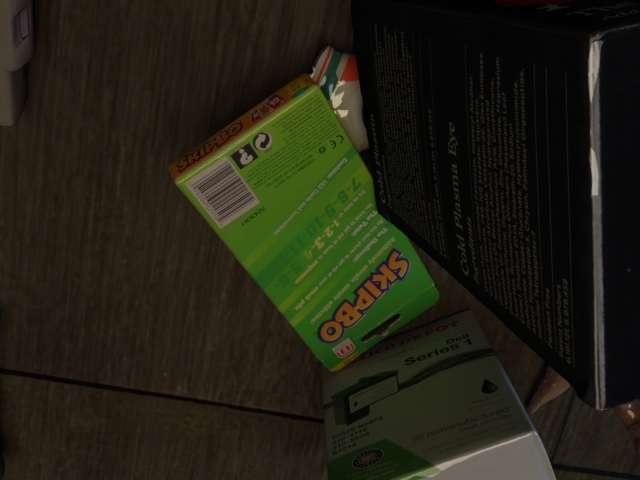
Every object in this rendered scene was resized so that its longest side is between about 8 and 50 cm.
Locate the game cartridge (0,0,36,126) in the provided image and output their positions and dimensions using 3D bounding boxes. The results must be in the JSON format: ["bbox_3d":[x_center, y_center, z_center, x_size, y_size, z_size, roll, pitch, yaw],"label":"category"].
[{"bbox_3d":[-0.302,-0.238,0.520,0.230,0.068,0.355,7,138,-11],"label":"game cartridge"}]

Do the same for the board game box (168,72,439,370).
[{"bbox_3d":[0.000,0.000,0.671,0.124,0.039,0.259,-34,127,0],"label":"board game box"}]

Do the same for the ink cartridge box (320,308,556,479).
[{"bbox_3d":[0.088,0.161,0.688,0.160,0.219,0.093,-21,109,4],"label":"ink cartridge box"}]

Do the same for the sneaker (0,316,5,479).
[{"bbox_3d":[-0.313,0.120,0.722,0.098,0.083,0.224,-20,111,0],"label":"sneaker"}]

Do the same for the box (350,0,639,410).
[{"bbox_3d":[0.231,-0.087,0.513,0.343,0.312,0.179,-13,111,-12],"label":"box"}]

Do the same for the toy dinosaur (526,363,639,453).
[{"bbox_3d":[0.252,0.065,0.690,0.200,0.295,0.127,40,62,-9],"label":"toy dinosaur"}]

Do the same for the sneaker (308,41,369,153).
[{"bbox_3d":[0.010,-0.074,0.674,0.075,0.057,0.161,16,107,-4],"label":"sneaker"}]
